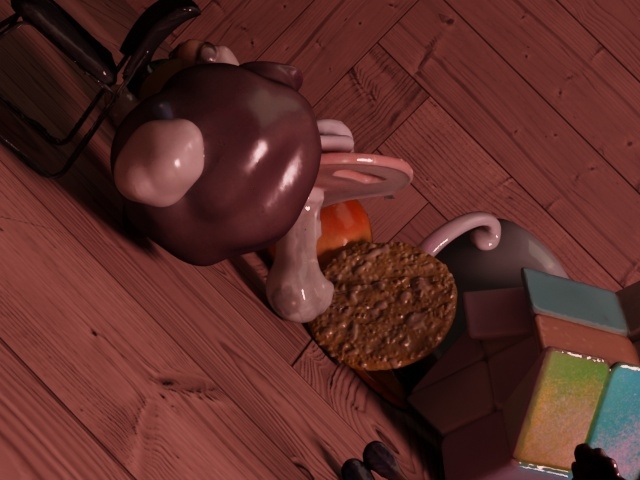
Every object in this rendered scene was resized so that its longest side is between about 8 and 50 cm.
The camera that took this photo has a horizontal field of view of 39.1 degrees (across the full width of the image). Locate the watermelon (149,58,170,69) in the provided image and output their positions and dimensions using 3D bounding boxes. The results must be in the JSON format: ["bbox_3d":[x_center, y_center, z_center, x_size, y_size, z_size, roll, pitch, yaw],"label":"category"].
[{"bbox_3d":[-0.211,-0.179,1.340,0.187,0.141,0.140,48,6,-13],"label":"watermelon"}]

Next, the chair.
[{"bbox_3d":[-0.241,-0.196,0.889,0.145,0.221,0.140,43,7,-24],"label":"chair"}]

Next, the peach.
[{"bbox_3d":[0.000,0.000,1.423,0.184,0.184,0.184,44,7,-6],"label":"peach"}]

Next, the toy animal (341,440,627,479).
[{"bbox_3d":[0.141,0.319,0.734,0.302,0.225,0.284,58,-15,-2],"label":"toy animal"}]

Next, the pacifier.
[{"bbox_3d":[-0.033,-0.047,1.206,0.220,0.332,0.273,-47,118,-47],"label":"pacifier"}]

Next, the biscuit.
[{"bbox_3d":[0.086,0.087,1.269,0.220,0.220,0.033,50,-17,34],"label":"biscuit"}]

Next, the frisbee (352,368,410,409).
[{"bbox_3d":[0.075,0.178,1.374,0.192,0.035,0.192,45,7,-7],"label":"frisbee"}]

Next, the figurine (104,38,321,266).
[{"bbox_3d":[-0.132,-0.137,0.971,0.206,0.218,0.365,87,-19,-44],"label":"figurine"}]

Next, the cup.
[{"bbox_3d":[0.244,0.087,1.463,0.259,0.274,0.356,40,-20,41],"label":"cup"}]

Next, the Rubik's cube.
[{"bbox_3d":[0.334,0.240,1.232,0.387,0.368,0.358,42,29,-32],"label":"Rubik's cube"}]
